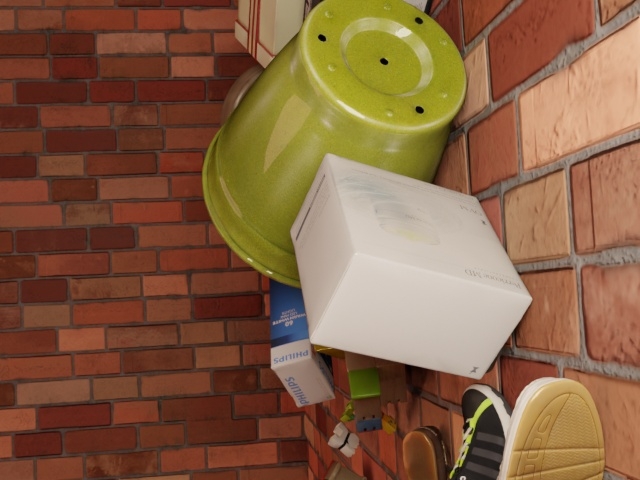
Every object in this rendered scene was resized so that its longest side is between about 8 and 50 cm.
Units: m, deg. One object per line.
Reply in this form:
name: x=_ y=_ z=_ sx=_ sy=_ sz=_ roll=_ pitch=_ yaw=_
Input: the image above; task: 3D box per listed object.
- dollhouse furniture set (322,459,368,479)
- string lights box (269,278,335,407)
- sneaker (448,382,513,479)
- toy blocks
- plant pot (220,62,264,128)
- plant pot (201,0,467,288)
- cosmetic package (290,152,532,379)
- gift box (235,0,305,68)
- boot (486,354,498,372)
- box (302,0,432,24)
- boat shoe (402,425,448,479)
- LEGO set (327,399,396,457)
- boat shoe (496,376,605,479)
dollhouse furniture set: x=0.014 y=0.660 z=1.927 sx=0.259 sy=0.262 sz=0.135 roll=-59 pitch=-5 yaw=-18
string lights box: x=-0.037 y=0.156 z=1.490 sx=0.259 sy=0.077 sz=0.133 roll=-96 pitch=-15 yaw=-44
sneaker: x=0.188 y=0.269 z=0.967 sx=0.234 sy=0.097 sz=0.084 roll=-100 pitch=11 yaw=-46
toy blocks: x=0.088 y=0.173 z=1.515 sx=0.261 sy=0.191 sz=0.381 roll=80 pitch=-178 yaw=-52
plant pot: x=-0.037 y=-0.250 z=1.900 sx=0.280 sy=0.323 sz=0.323 roll=-145 pitch=51 yaw=-59
plant pot: x=0.035 y=-0.162 z=1.210 sx=0.353 sy=0.366 sz=0.366 roll=123 pitch=146 yaw=-57
cosmetic package: x=0.098 y=0.028 z=0.991 sx=0.224 sy=0.224 sz=0.138 roll=-103 pitch=32 yaw=-53
gift box: x=-0.024 y=-0.502 z=1.807 sx=0.255 sy=0.276 sz=0.258 roll=-122 pitch=31 yaw=-48
boot: x=0.199 y=0.146 z=1.072 sx=0.114 sy=0.037 sz=0.106 roll=105 pitch=174 yaw=-56
box: x=0.071 y=-0.413 z=1.429 sx=0.395 sy=0.097 sz=0.318 roll=100 pitch=153 yaw=-60
boat shoe: x=0.172 y=0.395 z=1.275 sx=0.073 sy=0.073 sz=0.207 roll=4 pitch=-94 yaw=-60
LEGO set: x=0.106 y=0.352 z=1.652 sx=0.087 sy=0.093 sz=0.227 roll=-46 pitch=3 yaw=31
boat shoe: x=0.209 y=0.248 z=0.801 sx=0.096 sy=0.098 sz=0.277 roll=-116 pitch=23 yaw=-69
